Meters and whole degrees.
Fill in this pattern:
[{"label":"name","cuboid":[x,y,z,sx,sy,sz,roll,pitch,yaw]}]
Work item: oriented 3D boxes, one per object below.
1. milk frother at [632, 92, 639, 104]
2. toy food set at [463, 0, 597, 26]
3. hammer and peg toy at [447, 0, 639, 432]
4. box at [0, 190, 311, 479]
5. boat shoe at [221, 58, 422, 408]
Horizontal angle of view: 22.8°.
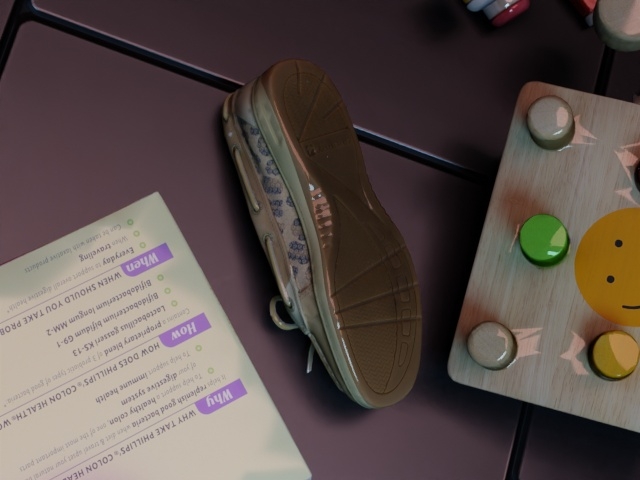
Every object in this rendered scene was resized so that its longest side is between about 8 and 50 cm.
[{"label":"milk frother","cuboid":[0.353,-0.081,1.389,0.135,0.129,0.143,-10,111,15]},{"label":"toy food set","cuboid":[0.226,-0.235,1.377,0.232,0.111,0.104,-31,88,-16]},{"label":"hammer and peg toy","cuboid":[0.270,-0.029,1.249,0.266,0.127,0.361,15,86,12]},{"label":"box","cuboid":[-0.165,0.124,1.165,0.213,0.117,0.243,-27,84,-21]},{"label":"boat shoe","cuboid":[0.000,0.000,1.272,0.104,0.089,0.285,-9,80,-45]}]
